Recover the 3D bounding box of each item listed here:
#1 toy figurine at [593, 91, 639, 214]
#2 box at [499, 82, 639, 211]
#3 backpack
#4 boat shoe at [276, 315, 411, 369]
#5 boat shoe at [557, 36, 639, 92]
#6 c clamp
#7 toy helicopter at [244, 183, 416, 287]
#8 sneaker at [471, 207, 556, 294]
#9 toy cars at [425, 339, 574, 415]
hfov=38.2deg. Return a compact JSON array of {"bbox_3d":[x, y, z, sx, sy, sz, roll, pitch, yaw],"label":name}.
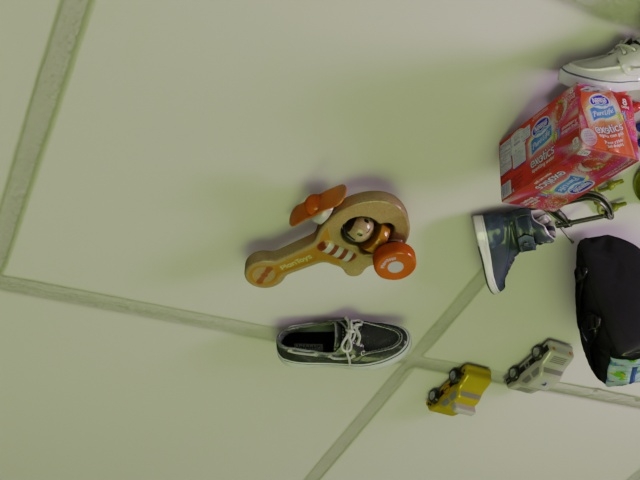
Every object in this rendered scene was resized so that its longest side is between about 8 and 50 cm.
[{"bbox_3d":[0.619,-0.107,1.735,0.191,0.217,0.362,-16,136,8],"label":"toy figurine"},{"bbox_3d":[0.436,-0.159,1.649,0.123,0.128,0.257,9,158,-19],"label":"box"},{"bbox_3d":[0.670,0.184,2.019,0.273,0.290,0.355,-8,146,-2],"label":"backpack"},{"bbox_3d":[0.053,0.221,2.066,0.306,0.113,0.105,1,152,2],"label":"boat shoe"},{"bbox_3d":[0.542,-0.312,1.608,0.258,0.095,0.084,-5,122,-9],"label":"boat shoe"},{"bbox_3d":[0.532,-0.055,1.882,0.137,0.022,0.161,37,150,-21],"label":"c clamp"},{"bbox_3d":[0.000,0.000,1.806,0.355,0.140,0.235,-22,134,18],"label":"toy helicopter"},{"bbox_3d":[0.414,0.022,1.933,0.163,0.086,0.226,-13,136,8],"label":"sneaker"},{"bbox_3d":[0.451,0.366,2.308,0.394,0.087,0.176,-18,137,9],"label":"toy cars"}]
